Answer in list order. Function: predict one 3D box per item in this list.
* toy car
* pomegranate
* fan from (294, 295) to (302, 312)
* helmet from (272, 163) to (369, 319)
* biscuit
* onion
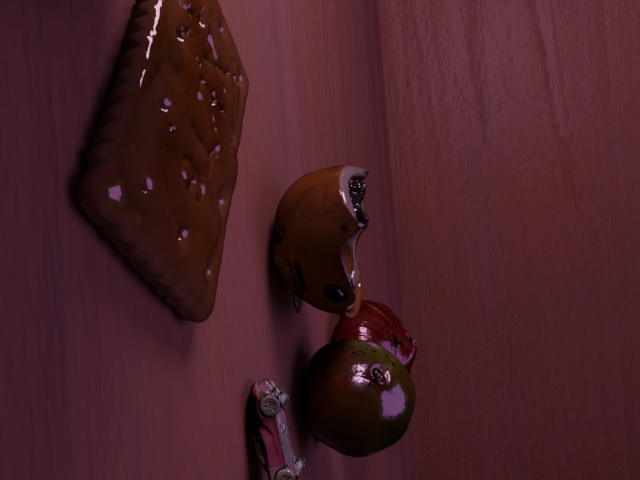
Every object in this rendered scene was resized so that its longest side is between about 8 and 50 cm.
[{"bbox_3d":[-0.055,0.233,0.747,0.069,0.055,0.142,47,29,-83],"label":"toy car"},{"bbox_3d":[0.048,0.254,0.995,0.209,0.180,0.180,113,-12,-47],"label":"pomegranate"},{"bbox_3d":[-0.036,0.071,1.003,0.060,0.003,0.080,-64,148,-67],"label":"fan"},{"bbox_3d":[0.000,0.000,0.903,0.198,0.130,0.224,-71,164,-52],"label":"helmet"},{"bbox_3d":[-0.122,-0.108,0.594,0.217,0.044,0.324,66,24,-54],"label":"biscuit"},{"bbox_3d":[0.104,0.235,1.264,0.248,0.161,0.248,16,90,-70],"label":"onion"}]
